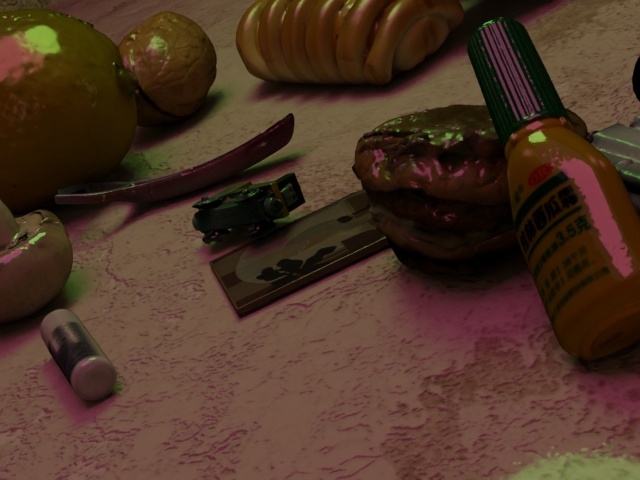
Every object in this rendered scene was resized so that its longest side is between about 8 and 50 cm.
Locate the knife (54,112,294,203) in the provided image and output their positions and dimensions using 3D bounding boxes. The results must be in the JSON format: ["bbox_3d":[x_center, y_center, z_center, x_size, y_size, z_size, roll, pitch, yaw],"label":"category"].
[{"bbox_3d":[-0.153,-0.082,1.399,0.278,0.053,0.123,-16,11,12],"label":"knife"}]

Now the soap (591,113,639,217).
[{"bbox_3d":[0.289,-0.025,0.842,0.150,0.094,0.261,-24,22,-16],"label":"soap"}]

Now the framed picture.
[{"bbox_3d":[0.000,0.000,1.136,0.201,0.010,0.136,-25,23,-7],"label":"framed picture"}]

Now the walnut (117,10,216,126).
[{"bbox_3d":[-0.216,-0.225,1.664,0.144,0.144,0.180,-13,28,20],"label":"walnut"}]

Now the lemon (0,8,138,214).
[{"bbox_3d":[-0.367,-0.156,1.507,0.284,0.260,0.260,-3,30,35],"label":"lemon"}]

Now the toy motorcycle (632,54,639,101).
[{"bbox_3d":[0.438,-0.212,1.048,0.342,0.142,0.206,-7,65,30],"label":"toy motorcycle"}]

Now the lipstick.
[{"bbox_3d":[-0.213,0.099,1.075,0.040,0.040,0.141,-28,24,-14],"label":"lipstick"}]

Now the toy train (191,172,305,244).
[{"bbox_3d":[-0.072,-0.031,1.210,0.122,0.050,0.081,-9,15,43],"label":"toy train"}]

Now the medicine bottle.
[{"bbox_3d":[0.162,-0.047,0.852,0.064,0.095,0.260,3,54,-27],"label":"medicine bottle"}]

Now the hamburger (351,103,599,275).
[{"bbox_3d":[0.132,-0.046,1.009,0.206,0.130,0.183,-13,20,-27],"label":"hamburger"}]

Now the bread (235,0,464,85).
[{"bbox_3d":[0.017,-0.273,1.569,0.311,0.121,0.173,8,41,45],"label":"bread"}]

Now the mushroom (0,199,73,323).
[{"bbox_3d":[-0.325,0.016,1.253,0.154,0.122,0.154,-15,18,5],"label":"mushroom"}]
